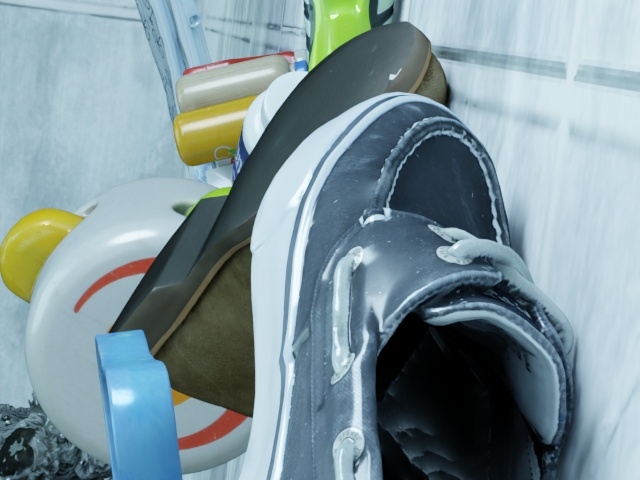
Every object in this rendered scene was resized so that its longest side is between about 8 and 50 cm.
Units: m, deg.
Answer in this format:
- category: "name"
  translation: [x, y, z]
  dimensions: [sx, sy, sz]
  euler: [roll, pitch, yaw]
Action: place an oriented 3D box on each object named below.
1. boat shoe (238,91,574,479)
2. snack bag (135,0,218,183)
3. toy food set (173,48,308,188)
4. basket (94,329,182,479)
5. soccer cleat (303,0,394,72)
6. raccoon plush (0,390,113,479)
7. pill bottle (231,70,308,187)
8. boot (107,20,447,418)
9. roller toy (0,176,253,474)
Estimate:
- category: "boat shoe"
  translation: [0.034, 0.044, 0.629]
  dimensions: [0.102, 0.108, 0.301]
  euler: [-37, 23, 36]
- category: "snack bag"
  translation: [-0.138, -0.180, 1.877]
  dimensions: [0.342, 0.037, 0.323]
  euler: [-119, 13, -57]
- category: "toy food set"
  translation: [-0.041, -0.081, 1.516]
  dimensions: [0.232, 0.105, 0.111]
  euler: [62, -164, -69]
- category: "basket"
  translation: [-0.067, 0.188, 0.866]
  dimensions: [0.255, 0.201, 0.288]
  euler: [-174, 81, -84]
- category: "soccer cleat"
  translation: [0.015, -0.130, 1.099]
  dimensions: [0.072, 0.060, 0.178]
  euler: [134, 139, -82]
- category: "raccoon plush"
  translation: [-0.160, 0.249, 2.049]
  dimensions: [0.446, 0.299, 0.216]
  euler: [65, 169, -23]
- category: "pill bottle"
  translation: [-0.020, -0.061, 1.284]
  dimensions: [0.120, 0.067, 0.067]
  euler: [111, 164, -65]
- category: "boot"
  translation: [0.000, 0.000, 1.007]
  dimensions: [0.305, 0.115, 0.112]
  euler: [-47, 11, 50]
- category: "roller toy"
  translation: [-0.112, 0.057, 1.404]
  dimensions: [0.146, 0.209, 0.191]
  euler: [-100, -3, -71]
